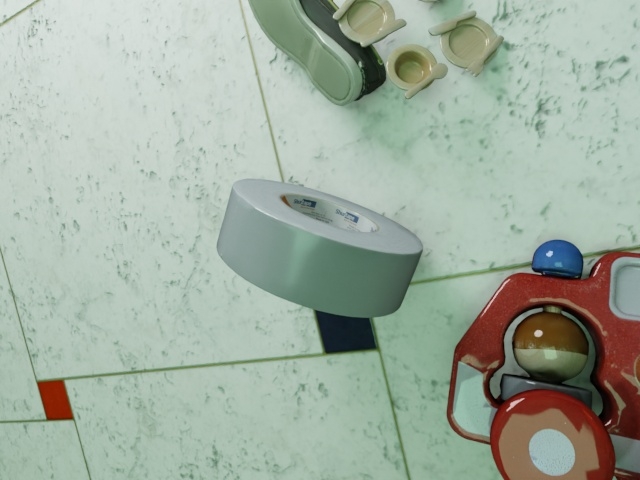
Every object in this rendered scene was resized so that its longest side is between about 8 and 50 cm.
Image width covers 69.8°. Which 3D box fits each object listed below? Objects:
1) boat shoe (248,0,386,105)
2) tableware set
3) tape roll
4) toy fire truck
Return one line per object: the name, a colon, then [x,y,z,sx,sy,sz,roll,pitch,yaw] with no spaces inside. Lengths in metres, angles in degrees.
boat shoe: [-0.010,-0.263,0.564,0.228,0.068,0.081,53,149,10]
tableware set: [0.108,-0.237,0.508,0.141,0.020,0.169,-34,80,-5]
tape roll: [0.000,0.000,0.515,0.219,0.219,0.072,25,106,18]
toy fire truck: [0.292,0.131,0.458,0.302,0.169,0.254,7,77,22]
